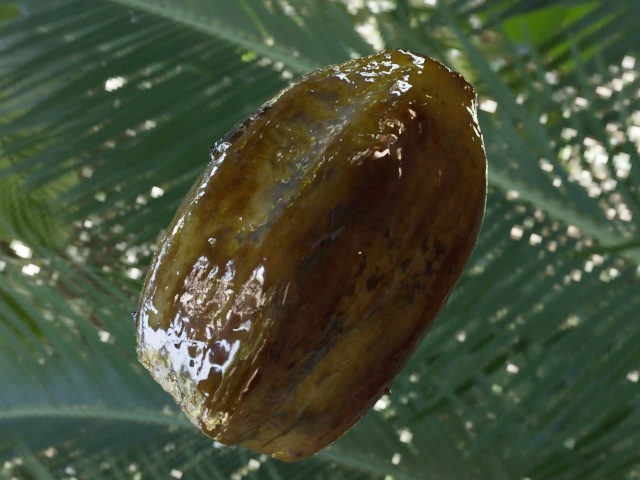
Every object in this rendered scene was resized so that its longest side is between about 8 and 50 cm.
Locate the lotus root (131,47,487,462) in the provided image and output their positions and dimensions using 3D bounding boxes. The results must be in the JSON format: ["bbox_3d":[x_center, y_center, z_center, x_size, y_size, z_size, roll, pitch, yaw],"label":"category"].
[{"bbox_3d":[-0.004,-0.002,0.874,0.291,0.193,0.193,-56,-18,-4],"label":"lotus root"}]
